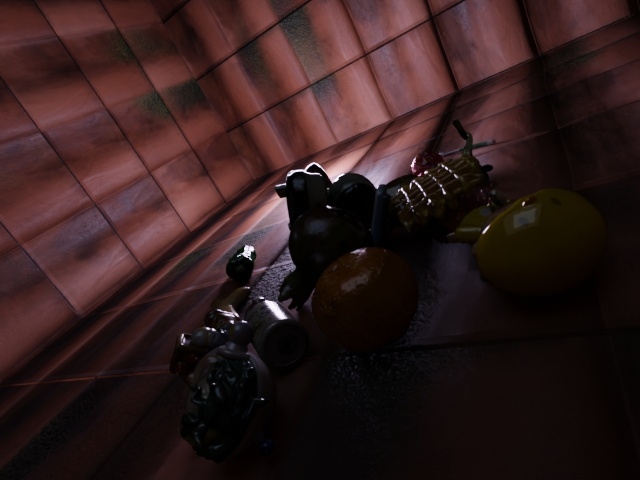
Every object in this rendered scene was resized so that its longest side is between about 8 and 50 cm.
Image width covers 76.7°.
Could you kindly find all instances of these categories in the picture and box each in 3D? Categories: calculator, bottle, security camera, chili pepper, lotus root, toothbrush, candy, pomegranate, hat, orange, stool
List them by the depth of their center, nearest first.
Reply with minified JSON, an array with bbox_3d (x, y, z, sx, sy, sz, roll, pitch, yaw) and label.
[{"bbox_3d":[0.090,0.118,0.819,0.219,0.193,0.219,-21,6,2],"label":"orange"},{"bbox_3d":[-0.123,0.212,0.988,0.120,0.120,0.253,-34,19,-15],"label":"bottle"},{"bbox_3d":[0.019,0.063,1.088,0.242,0.242,0.306,-143,69,-69],"label":"pomegranate"},{"bbox_3d":[0.347,-0.083,1.092,0.236,0.107,0.286,-18,19,33],"label":"hat"},{"bbox_3d":[0.171,-0.057,1.168,0.039,0.210,0.121,8,12,14],"label":"calculator"},{"bbox_3d":[0.042,-0.123,1.251,0.277,0.197,0.191,-6,23,-13],"label":"security camera"},{"bbox_3d":[0.273,-0.150,1.329,0.214,0.138,0.138,-40,21,-15],"label":"lotus root"},{"bbox_3d":[0.407,-0.208,1.372,0.124,0.124,0.365,-26,30,8],"label":"candy"},{"bbox_3d":[-0.028,-0.134,1.512,0.178,0.272,0.272,-27,19,16],"label":"stool"},{"bbox_3d":[-0.312,0.094,1.589,0.136,0.099,0.270,-22,14,-7],"label":"chili pepper"},{"bbox_3d":[0.580,-0.368,1.628,0.024,0.018,0.257,-34,18,-34],"label":"toothbrush"}]

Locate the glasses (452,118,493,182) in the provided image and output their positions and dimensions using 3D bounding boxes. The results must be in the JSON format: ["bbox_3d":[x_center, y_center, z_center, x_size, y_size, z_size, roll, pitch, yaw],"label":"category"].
[{"bbox_3d":[0.413,-0.245,1.184,0.102,0.207,0.239,-25,-22,17],"label":"glasses"}]

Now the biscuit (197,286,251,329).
[{"bbox_3d":[-0.317,0.232,1.325,0.164,0.047,0.208,-26,20,12],"label":"biscuit"}]

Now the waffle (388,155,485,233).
[{"bbox_3d":[0.272,-0.117,1.026,0.283,0.065,0.309,-48,13,-28],"label":"waffle"}]

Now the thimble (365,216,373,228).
[{"bbox_3d":[0.134,-0.108,1.401,0.150,0.098,0.150,-21,53,31],"label":"thimble"}]

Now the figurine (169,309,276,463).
[{"bbox_3d":[-0.201,0.267,0.812,0.186,0.261,0.382,7,16,-24],"label":"figurine"}]

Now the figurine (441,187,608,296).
[{"bbox_3d":[0.377,-0.017,0.787,0.215,0.187,0.344,-36,12,8],"label":"figurine"}]
